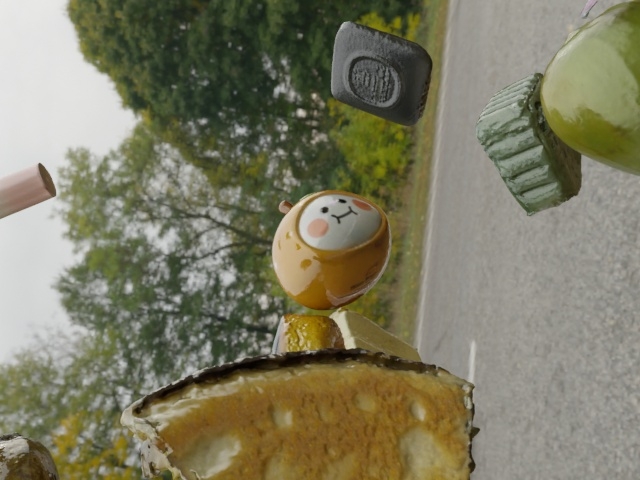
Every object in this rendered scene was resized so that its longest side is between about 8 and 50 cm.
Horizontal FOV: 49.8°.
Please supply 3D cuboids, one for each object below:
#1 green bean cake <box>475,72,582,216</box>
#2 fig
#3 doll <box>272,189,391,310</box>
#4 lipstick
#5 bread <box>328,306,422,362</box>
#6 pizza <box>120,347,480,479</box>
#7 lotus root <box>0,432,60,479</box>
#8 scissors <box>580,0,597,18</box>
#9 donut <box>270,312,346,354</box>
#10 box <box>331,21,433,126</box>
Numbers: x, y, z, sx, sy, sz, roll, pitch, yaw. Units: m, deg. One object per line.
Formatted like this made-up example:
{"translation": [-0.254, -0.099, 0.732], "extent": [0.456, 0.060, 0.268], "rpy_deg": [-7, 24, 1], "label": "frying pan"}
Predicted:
{"translation": [0.407, -0.181, 1.310], "extent": [0.227, 0.124, 0.222], "rpy_deg": [59, -144, -17], "label": "green bean cake"}
{"translation": [0.397, -0.184, 0.845], "extent": [0.207, 0.230, 0.207], "rpy_deg": [-42, -31, -33], "label": "fig"}
{"translation": [0.000, 0.000, 1.185], "extent": [0.213, 0.236, 0.214], "rpy_deg": [-28, -38, -25], "label": "doll"}
{"translation": [-0.772, -0.076, 1.562], "extent": [0.087, 0.326, 0.087], "rpy_deg": [157, 90, -86], "label": "lipstick"}
{"translation": [0.076, 0.345, 1.578], "extent": [0.279, 0.279, 0.207], "rpy_deg": [-45, 32, 19], "label": "bread"}
{"translation": [0.038, 0.254, 0.840], "extent": [0.391, 0.435, 0.080], "rpy_deg": [-35, -24, -42], "label": "pizza"}
{"translation": [-0.375, 0.360, 0.830], "extent": [0.145, 0.128, 0.260], "rpy_deg": [-51, 43, 28], "label": "lotus root"}
{"translation": [0.390, -0.371, 0.888], "extent": [0.187, 0.019, 0.134], "rpy_deg": [130, 130, -57], "label": "scissors"}
{"translation": [-0.018, 0.243, 1.145], "extent": [0.253, 0.118, 0.254], "rpy_deg": [-4, -90, -77], "label": "donut"}
{"translation": [0.117, -0.318, 1.347], "extent": [0.213, 0.201, 0.042], "rpy_deg": [97, -164, -57], "label": "box"}
